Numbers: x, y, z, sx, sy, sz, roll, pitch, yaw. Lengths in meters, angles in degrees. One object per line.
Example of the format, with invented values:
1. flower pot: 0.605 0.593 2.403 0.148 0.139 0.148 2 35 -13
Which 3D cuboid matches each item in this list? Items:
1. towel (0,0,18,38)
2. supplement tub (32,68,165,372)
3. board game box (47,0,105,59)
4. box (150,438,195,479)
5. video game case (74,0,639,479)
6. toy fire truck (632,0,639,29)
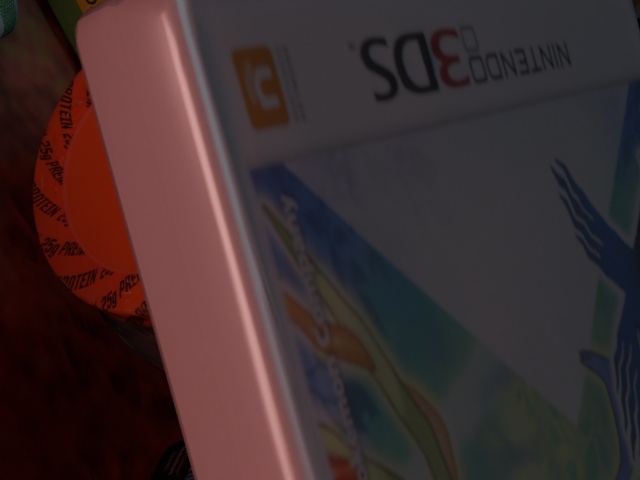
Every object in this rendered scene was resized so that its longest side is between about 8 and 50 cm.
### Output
1. towel: -0.145 -0.085 0.545 0.113 0.023 0.152 56 25 -13
2. supplement tub: 0.000 0.000 0.634 0.190 0.117 0.117 25 44 -54
3. board game box: -0.102 -0.223 0.744 0.317 0.046 0.213 62 24 -3
4. box: -0.006 0.172 0.525 0.175 0.051 0.220 56 25 -16
5. video game case: 0.067 0.081 0.557 0.300 0.036 0.329 -17 93 -60
6. toy fire truck: 0.171 0.007 0.818 0.246 0.158 0.217 56 48 -24
